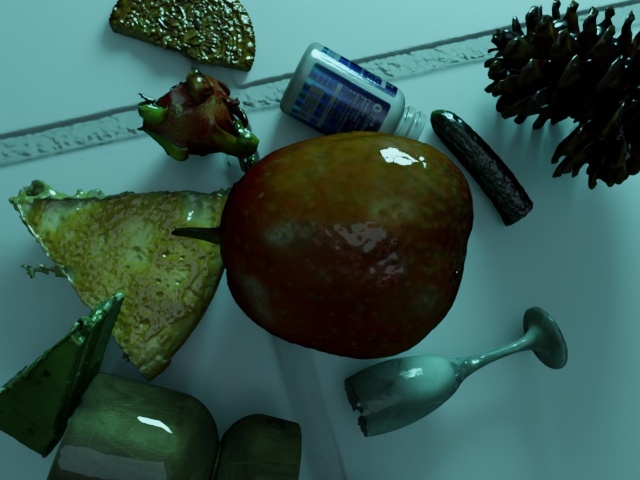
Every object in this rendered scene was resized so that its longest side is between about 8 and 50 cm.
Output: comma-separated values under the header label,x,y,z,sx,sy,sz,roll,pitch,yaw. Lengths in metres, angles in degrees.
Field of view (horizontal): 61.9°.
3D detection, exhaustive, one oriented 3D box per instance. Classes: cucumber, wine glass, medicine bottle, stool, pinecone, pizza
label,x,y,z,sx,sy,sz,roll,pitch,yaw
cucumber,0.244,-0.119,0.819,0.058,0.052,0.214,-38,93,25
wine glass,0.163,0.116,0.801,0.310,0.096,0.264,-17,67,-10
medicine bottle,0.048,-0.188,0.756,0.192,0.107,0.107,27,83,-8
stool,-0.175,0.282,0.656,0.264,0.179,0.179,17,84,-9
pinecone,0.366,-0.215,0.762,0.292,0.246,0.246,34,81,12
pizza,-0.264,-0.001,0.711,0.288,0.075,0.279,31,78,-6

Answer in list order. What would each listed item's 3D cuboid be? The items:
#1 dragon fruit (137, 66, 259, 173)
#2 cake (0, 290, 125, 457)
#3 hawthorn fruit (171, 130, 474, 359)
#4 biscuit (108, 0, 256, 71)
label,x,y,z,sx,sy,sz,roll,pitch,yaw
dragon fruit,-0.147,-0.157,0.706,0.175,0.138,0.142,33,59,-19
cake,-0.287,0.158,0.627,0.235,0.100,0.099,-37,103,27
hawthorn fruit,0.000,0.000,0.663,0.369,0.285,0.284,0,87,1
biscuit,-0.186,-0.322,0.762,0.206,0.025,0.125,14,84,-10
